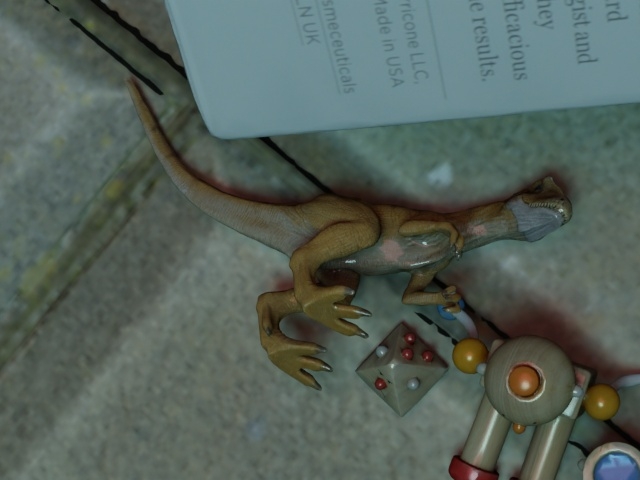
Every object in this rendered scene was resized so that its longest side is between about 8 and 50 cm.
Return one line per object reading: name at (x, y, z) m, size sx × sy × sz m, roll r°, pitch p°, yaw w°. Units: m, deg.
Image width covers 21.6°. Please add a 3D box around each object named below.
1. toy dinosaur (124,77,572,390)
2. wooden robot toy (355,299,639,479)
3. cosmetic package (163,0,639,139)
toy dinosaur at (0.000, 0.000, 0.719) m, size 0.211 × 0.064 × 0.112 m, roll 8°, pitch 46°, yaw 14°
wooden robot toy at (0.090, 0.070, 0.670) m, size 0.173 × 0.079 × 0.076 m, roll 18°, pitch 85°, yaw 14°
cosmetic package at (0.172, -0.184, 0.604) m, size 0.453 × 0.161 × 0.230 m, roll -5°, pitch 47°, yaw 10°
